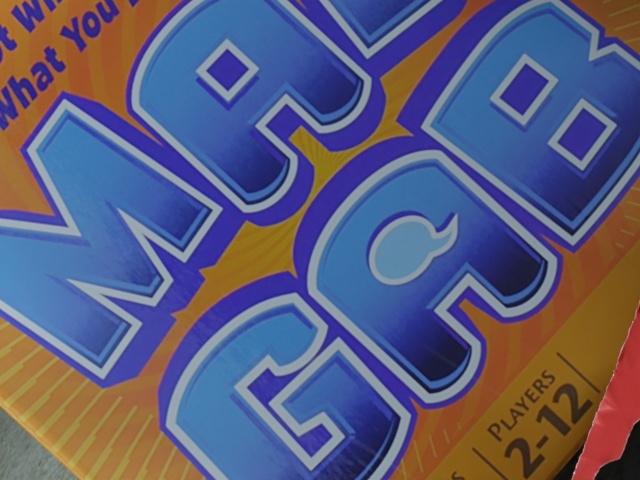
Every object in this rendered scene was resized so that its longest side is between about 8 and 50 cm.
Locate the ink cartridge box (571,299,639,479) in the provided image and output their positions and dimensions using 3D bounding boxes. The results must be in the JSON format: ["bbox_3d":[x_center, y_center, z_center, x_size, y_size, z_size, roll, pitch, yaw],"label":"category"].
[{"bbox_3d":[0.213,0.135,0.709,0.056,0.224,0.181,62,-130,-72],"label":"ink cartridge box"}]

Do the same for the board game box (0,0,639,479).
[{"bbox_3d":[-0.017,-0.008,0.947,0.356,0.356,0.356,-47,0,-8],"label":"board game box"}]
